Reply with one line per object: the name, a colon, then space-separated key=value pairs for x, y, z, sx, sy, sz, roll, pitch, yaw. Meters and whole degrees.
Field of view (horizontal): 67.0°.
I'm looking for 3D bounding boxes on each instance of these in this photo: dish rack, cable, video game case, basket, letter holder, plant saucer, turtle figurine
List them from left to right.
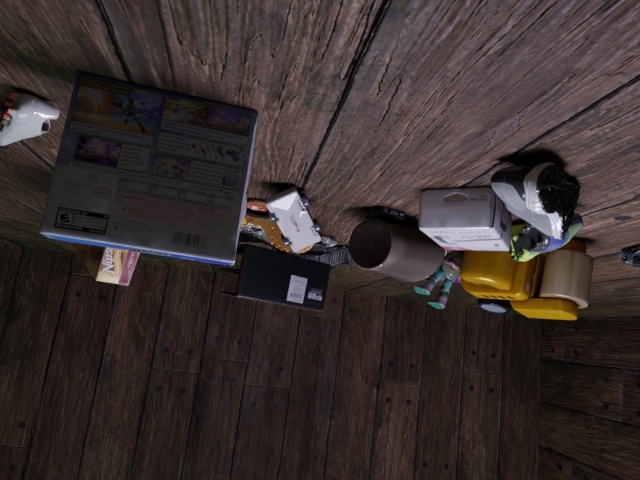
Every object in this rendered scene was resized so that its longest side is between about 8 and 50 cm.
video game case: x=-0.247 y=-0.102 z=0.734 sx=0.270 sy=0.244 sz=0.061 roll=10 pitch=170 yaw=-12
plant saucer: x=-0.165 y=-0.096 z=1.309 sx=0.084 sy=0.013 sz=0.083 roll=7 pitch=168 yaw=2
letter holder: x=-0.159 y=0.116 z=1.488 sx=0.302 sy=0.151 sz=0.215 roll=16 pitch=170 yaw=-35
dish rack: x=-0.022 y=0.053 z=1.690 sx=0.209 sy=0.074 sz=0.272 roll=2 pitch=-176 yaw=23
basket: x=0.187 y=0.025 z=1.280 sx=0.205 sy=0.154 sz=0.227 roll=-10 pitch=166 yaw=37
turtle figurine: x=0.388 y=0.086 z=1.499 sx=0.175 sy=0.234 sz=0.118 roll=36 pitch=158 yaw=-4
cable: x=0.903 y=0.039 z=1.269 sx=0.185 sy=0.047 sz=0.150 roll=9 pitch=164 yaw=4

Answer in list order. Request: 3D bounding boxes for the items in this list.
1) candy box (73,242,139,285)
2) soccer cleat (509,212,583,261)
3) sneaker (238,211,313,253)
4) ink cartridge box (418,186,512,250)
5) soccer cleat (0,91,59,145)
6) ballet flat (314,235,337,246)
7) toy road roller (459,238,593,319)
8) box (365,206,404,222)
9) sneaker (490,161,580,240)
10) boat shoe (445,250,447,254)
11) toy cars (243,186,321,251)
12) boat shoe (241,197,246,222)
candy box: x=-0.563 y=-0.019 z=1.286 sx=0.088 sy=0.182 sz=0.317 roll=17 pitch=-176 yaw=-38
soccer cleat: x=0.515 y=-0.010 z=1.131 sx=0.121 sy=0.093 sz=0.289 roll=-17 pitch=172 yaw=4
sneaker: x=-0.164 y=-0.037 z=1.447 sx=0.297 sy=0.111 sz=0.131 roll=13 pitch=-176 yaw=-18
ink cartridge box: x=0.328 y=-0.042 z=1.079 sx=0.159 sy=0.092 sz=0.218 roll=0 pitch=165 yaw=30
soccer cleat: x=-0.529 y=-0.206 z=0.859 sx=0.076 sy=0.068 sz=0.196 roll=13 pitch=165 yaw=-42
ballet flat: x=0.000 y=0.000 z=1.637 sx=0.115 sy=0.041 sz=0.041 roll=0 pitch=167 yaw=26
toy road roller: x=0.534 y=0.083 z=1.321 sx=0.241 sy=0.202 sz=0.330 roll=28 pitch=160 yaw=-34
box: x=0.165 y=-0.065 z=1.248 sx=0.067 sy=0.018 sz=0.083 roll=12 pitch=168 yaw=-24
sneaker: x=0.401 y=-0.076 z=0.891 sx=0.108 sy=0.100 sz=0.272 roll=16 pitch=174 yaw=42
boat shoe: x=0.264 y=0.018 z=1.447 sx=0.228 sy=0.079 sz=0.081 roll=9 pitch=174 yaw=9
toy cars: x=-0.156 y=-0.086 z=1.139 sx=0.394 sy=0.087 sz=0.176 roll=14 pitch=127 yaw=-31
boat shoe: x=-0.213 y=-0.114 z=0.977 sx=0.076 sy=0.080 sz=0.228 roll=6 pitch=152 yaw=15
